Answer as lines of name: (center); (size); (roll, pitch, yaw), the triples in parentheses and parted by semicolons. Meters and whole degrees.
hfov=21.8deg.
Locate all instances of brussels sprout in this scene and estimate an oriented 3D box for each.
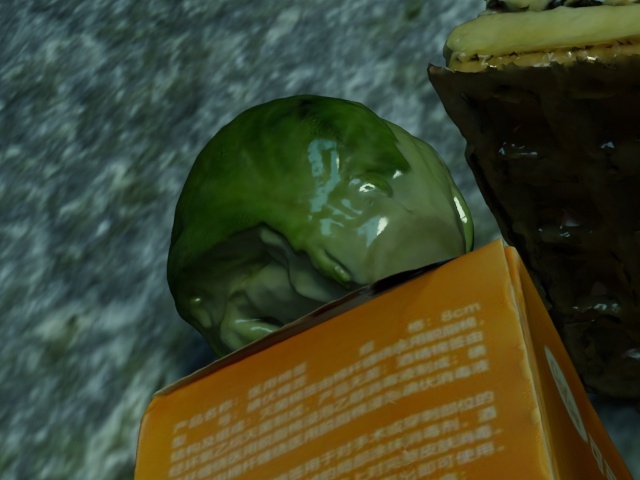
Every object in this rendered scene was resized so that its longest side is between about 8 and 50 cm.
brussels sprout: (0.003, -0.006, 0.875); (0.183, 0.131, 0.145); (-9, 41, 38)

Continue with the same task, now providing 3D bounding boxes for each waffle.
waffle: (0.214, -0.023, 0.652); (0.308, 0.213, 0.091); (-1, 44, 37)

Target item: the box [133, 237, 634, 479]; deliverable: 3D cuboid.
box: (0.051, 0.192, 0.457); (0.143, 0.225, 0.341); (-22, 32, 14)
